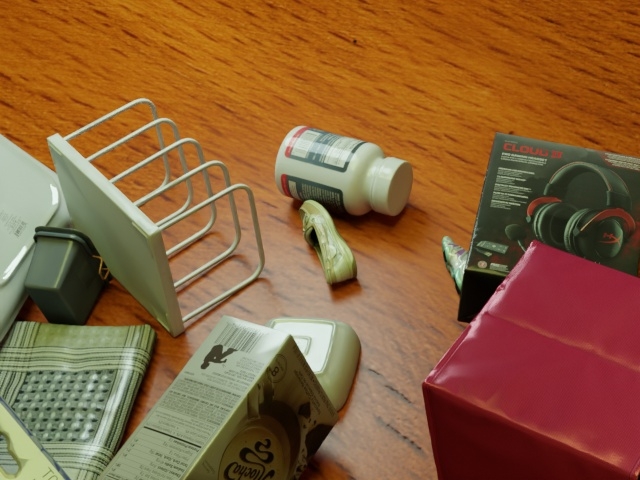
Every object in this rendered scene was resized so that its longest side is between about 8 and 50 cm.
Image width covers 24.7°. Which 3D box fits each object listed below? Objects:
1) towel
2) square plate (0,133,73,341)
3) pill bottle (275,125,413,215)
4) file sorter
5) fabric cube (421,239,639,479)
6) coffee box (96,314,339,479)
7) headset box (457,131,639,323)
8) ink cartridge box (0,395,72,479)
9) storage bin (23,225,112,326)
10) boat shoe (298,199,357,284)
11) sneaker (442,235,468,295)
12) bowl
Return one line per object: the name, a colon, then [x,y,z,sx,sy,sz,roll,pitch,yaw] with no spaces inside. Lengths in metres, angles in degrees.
towel: [-0.404,0.217,1.923,0.324,0.056,0.312,2,46,15]
square plate: [-0.517,-0.065,2.049,0.344,0.049,0.347,37,40,-12]
pill bottle: [0.036,-0.095,2.098,0.180,0.108,0.108,17,52,26]
file sorter: [-0.225,-0.044,2.050,0.173,0.193,0.277,-31,47,-22]
fabric cube: [0.300,0.200,1.645,0.258,0.254,0.259,21,54,31]
coffee box: [-0.124,0.259,1.712,0.119,0.168,0.297,12,54,38]
headset box: [0.313,-0.013,1.932,0.218,0.110,0.293,11,48,9]
ink cartridge box: [-0.472,0.322,1.688,0.330,0.071,0.324,-38,76,-20]
storage bin: [-0.350,0.057,2.025,0.098,0.135,0.091,6,59,18]
boat shoe: [0.000,0.002,2.049,0.048,0.056,0.153,-21,52,-15]
sneaker: [0.207,0.029,1.990,0.069,0.038,0.098,-15,54,-4]
bowl: [-0.027,0.154,1.905,0.142,0.053,0.142,2,46,17]
